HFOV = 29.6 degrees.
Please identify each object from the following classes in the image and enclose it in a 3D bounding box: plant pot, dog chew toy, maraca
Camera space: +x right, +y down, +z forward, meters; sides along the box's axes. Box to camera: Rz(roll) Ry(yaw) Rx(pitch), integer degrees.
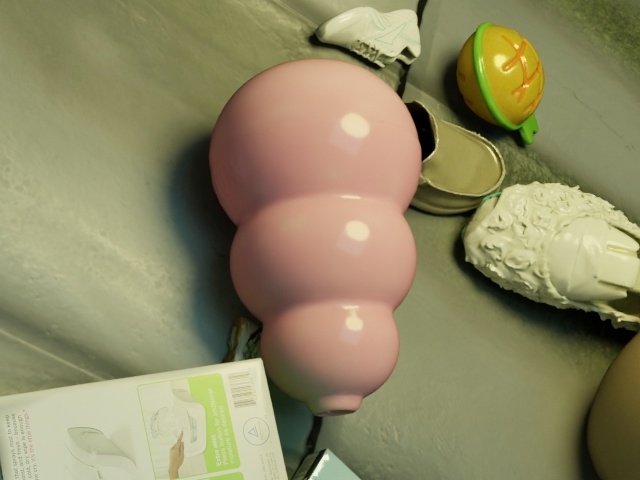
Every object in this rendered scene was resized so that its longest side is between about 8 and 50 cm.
[{"bbox_3d":[0.415,0.216,1.366,0.284,0.191,0.284,14,63,-31],"label":"plant pot"},{"bbox_3d":[0.000,0.000,1.153,0.207,0.207,0.331,7,71,-34],"label":"dog chew toy"},{"bbox_3d":[0.227,-0.190,1.472,0.186,0.099,0.127,34,55,-52],"label":"maraca"}]

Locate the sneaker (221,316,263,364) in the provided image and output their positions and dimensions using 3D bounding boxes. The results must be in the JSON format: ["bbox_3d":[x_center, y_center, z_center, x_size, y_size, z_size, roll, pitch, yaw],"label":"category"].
[{"bbox_3d":[-0.072,0.114,1.158,0.037,0.032,0.083,29,56,-23],"label":"sneaker"}]

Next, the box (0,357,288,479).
[{"bbox_3d":[-0.142,0.245,0.963,0.231,0.127,0.262,-7,75,-26],"label":"box"}]

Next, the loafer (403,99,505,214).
[{"bbox_3d":[0.110,-0.098,1.344,0.269,0.092,0.102,9,65,-33],"label":"loafer"}]

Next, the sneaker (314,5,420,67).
[{"bbox_3d":[0.061,-0.233,1.394,0.152,0.054,0.061,-8,78,-39],"label":"sneaker"}]

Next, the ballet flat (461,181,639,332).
[{"bbox_3d":[0.359,0.032,1.422,0.409,0.147,0.147,17,61,-31],"label":"ballet flat"}]

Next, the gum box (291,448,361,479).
[{"bbox_3d":[0.024,0.315,1.133,0.184,0.041,0.157,44,52,-12],"label":"gum box"}]
